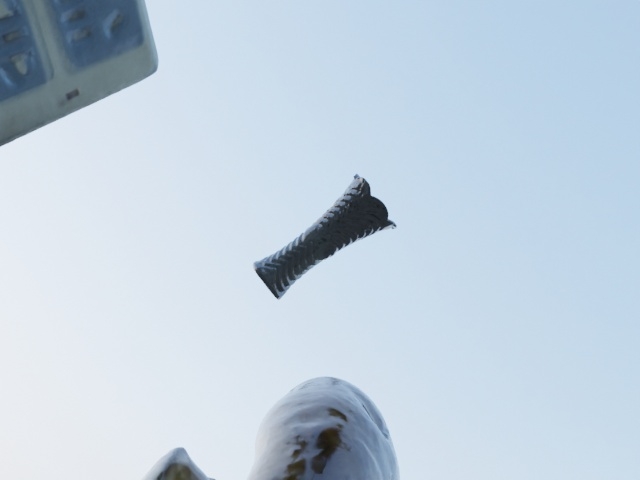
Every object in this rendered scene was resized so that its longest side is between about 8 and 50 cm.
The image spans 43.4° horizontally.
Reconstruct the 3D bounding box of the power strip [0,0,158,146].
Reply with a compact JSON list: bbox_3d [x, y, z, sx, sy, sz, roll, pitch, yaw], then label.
[{"bbox_3d":[-0.137,-0.201,0.246,0.043,0.106,0.367,16,-50,35],"label":"power strip"}]

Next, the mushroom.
[{"bbox_3d":[-0.031,0.163,0.388,0.156,0.285,0.151,37,-39,3],"label":"mushroom"}]

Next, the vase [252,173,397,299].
[{"bbox_3d":[0.000,0.000,1.359,0.115,0.237,0.115,55,-1,1],"label":"vase"}]
